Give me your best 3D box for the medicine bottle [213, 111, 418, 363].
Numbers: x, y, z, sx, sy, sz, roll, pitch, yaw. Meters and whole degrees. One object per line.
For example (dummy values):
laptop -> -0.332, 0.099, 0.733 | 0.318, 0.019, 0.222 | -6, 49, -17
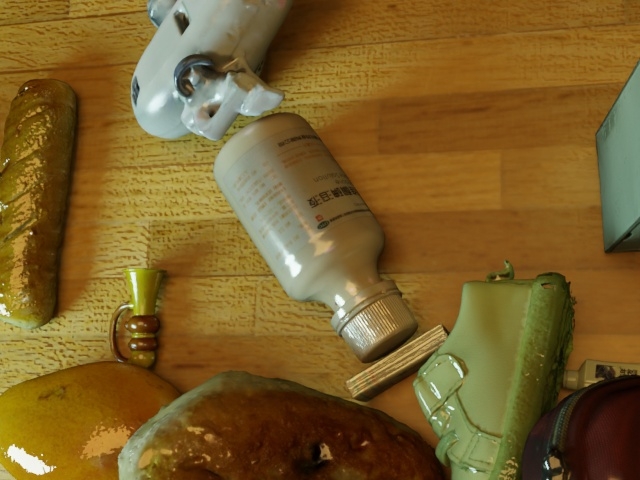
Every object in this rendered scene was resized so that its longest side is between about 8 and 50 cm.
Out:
medicine bottle -> 0.000, 0.000, 0.980 | 0.114, 0.114, 0.252 | -35, 70, 5

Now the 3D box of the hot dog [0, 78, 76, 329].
hot dog -> -0.315, -0.045, 1.107 | 0.088, 0.061, 0.285 | -3, 77, 3

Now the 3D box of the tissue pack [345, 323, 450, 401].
tissue pack -> 0.078, 0.118, 0.961 | 0.108, 0.056, 0.023 | -31, 71, 5

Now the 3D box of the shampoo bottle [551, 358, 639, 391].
shampoo bottle -> 0.270, 0.132, 0.918 | 0.141, 0.034, 0.049 | 4, 82, 18

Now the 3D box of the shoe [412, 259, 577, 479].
shoe -> 0.152, 0.148, 0.878 | 0.128, 0.140, 0.262 | 11, 72, 35

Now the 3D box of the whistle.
whistle -> -0.195, 0.082, 1.052 | 0.057, 0.046, 0.109 | 5, 84, 2

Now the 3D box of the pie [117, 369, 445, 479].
pie -> -0.027, 0.247, 0.860 | 0.315, 0.092, 0.315 | 12, 52, -16

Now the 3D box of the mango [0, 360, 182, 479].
mango -> -0.240, 0.187, 1.004 | 0.217, 0.102, 0.141 | 5, 83, 18

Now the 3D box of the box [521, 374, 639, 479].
box -> 0.285, 0.299, 0.760 | 0.108, 0.263, 0.404 | -26, 74, 41

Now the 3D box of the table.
table -> 0.314, -0.075, 0.851 | 0.111, 0.240, 0.121 | -2, 77, 4

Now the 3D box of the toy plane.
toy plane -> -0.097, -0.210, 1.037 | 0.267, 0.123, 0.266 | -28, 48, 36
